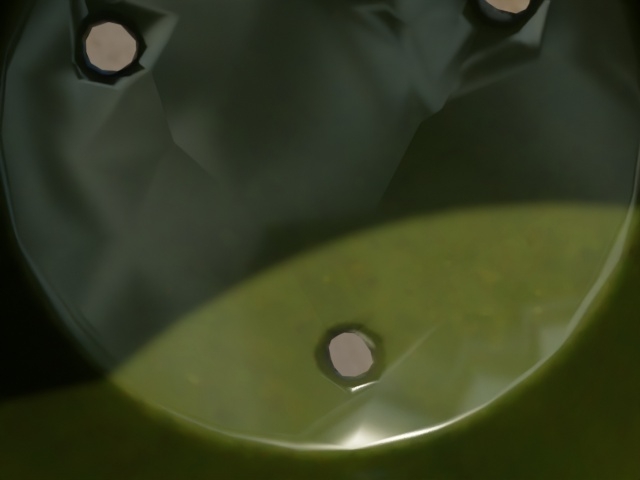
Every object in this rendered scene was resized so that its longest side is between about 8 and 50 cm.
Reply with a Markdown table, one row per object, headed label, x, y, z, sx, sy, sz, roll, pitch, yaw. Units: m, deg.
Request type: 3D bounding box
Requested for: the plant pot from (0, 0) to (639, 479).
| label | x | y | z | sx | sy | sz | roll | pitch | yaw |
| --- | --- | --- | --- | --- | --- | --- | --- | --- | --- |
| plant pot | 0.000 | 0.000 | 0.260 | 0.275 | 0.274 | 0.293 | 31 | 8 | -2 |
